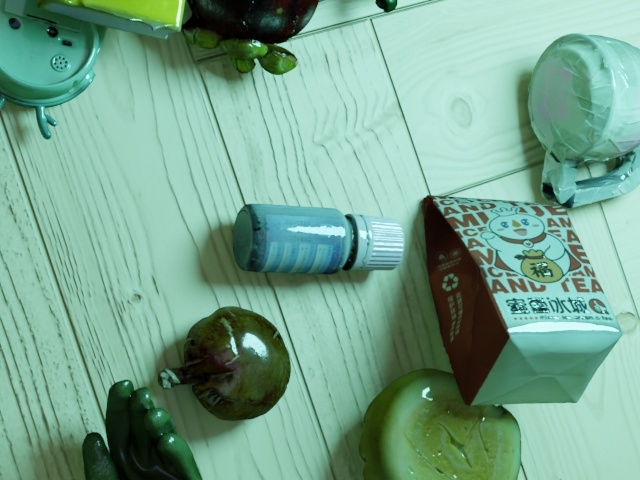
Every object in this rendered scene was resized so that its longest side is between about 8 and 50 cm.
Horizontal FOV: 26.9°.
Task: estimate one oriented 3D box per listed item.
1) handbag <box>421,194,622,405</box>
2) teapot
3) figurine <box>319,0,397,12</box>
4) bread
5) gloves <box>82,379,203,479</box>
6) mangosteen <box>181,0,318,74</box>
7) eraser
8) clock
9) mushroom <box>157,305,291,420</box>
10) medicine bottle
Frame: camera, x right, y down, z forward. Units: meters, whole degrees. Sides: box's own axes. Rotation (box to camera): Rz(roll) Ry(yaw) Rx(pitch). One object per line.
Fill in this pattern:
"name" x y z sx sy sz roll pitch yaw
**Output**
"handbag" 0.230 0.049 1.655 0.171 0.151 0.298 1 48 -20
"teapot" 0.389 -0.160 1.778 0.178 0.163 0.221 -1 82 -31
"figurine" 0.049 -0.349 1.694 0.197 0.093 0.147 -21 79 -24
"bread" 0.142 0.261 1.638 0.213 0.105 0.213 4 82 -26
"gloves" -0.189 0.280 1.494 0.135 0.107 0.268 -13 105 -17
"mangosteen" -0.086 -0.287 1.600 0.166 0.166 0.180 2 108 -23
"eraser" -0.224 -0.348 1.513 0.158 0.069 0.226 11 81 -27
"clock" -0.324 -0.224 1.530 0.159 0.066 0.210 12 79 -21
"mushroom" -0.110 0.146 1.561 0.171 0.080 0.135 -13 78 -28
"medicine bottle" 0.000 0.000 1.626 0.203 0.083 0.083 2 82 -21
